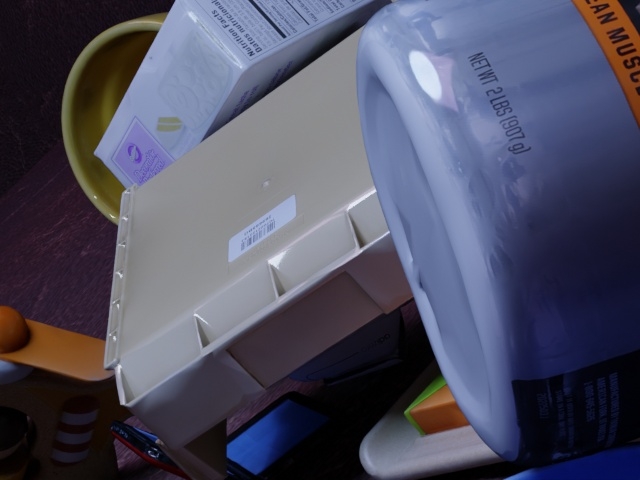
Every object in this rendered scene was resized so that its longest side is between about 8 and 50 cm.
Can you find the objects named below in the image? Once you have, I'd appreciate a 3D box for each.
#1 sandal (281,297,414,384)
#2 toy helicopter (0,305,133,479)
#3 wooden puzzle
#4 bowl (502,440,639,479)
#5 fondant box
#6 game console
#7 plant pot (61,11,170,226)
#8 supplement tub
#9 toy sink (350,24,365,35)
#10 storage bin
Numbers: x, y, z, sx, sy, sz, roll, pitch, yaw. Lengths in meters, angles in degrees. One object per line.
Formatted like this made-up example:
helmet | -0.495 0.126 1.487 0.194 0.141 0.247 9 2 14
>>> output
sandal | 0.050 0.046 1.279 0.265 0.076 0.102 -30 31 23
toy helicopter | -0.190 0.109 1.429 0.355 0.235 0.140 -21 43 0
wooden puzzle | 0.146 0.051 1.068 0.221 0.044 0.239 -45 15 -29
bowl | 0.040 0.230 0.665 0.391 0.077 0.391 -35 13 9
fondant box | -0.034 -0.179 1.703 0.330 0.096 0.238 -32 -14 -40
game console | -0.069 0.131 1.289 0.085 0.124 0.144 -67 17 -5
plant pot | -0.131 -0.147 2.100 0.254 0.254 0.239 -30 -1 32
supplement tub | 0.201 -0.049 0.769 0.338 0.207 0.207 -19 12 -6
toy sink | 0.021 -0.067 1.564 0.131 0.153 0.234 -34 14 18
storage bin | 0.000 0.000 1.190 0.262 0.123 0.260 -34 28 17
